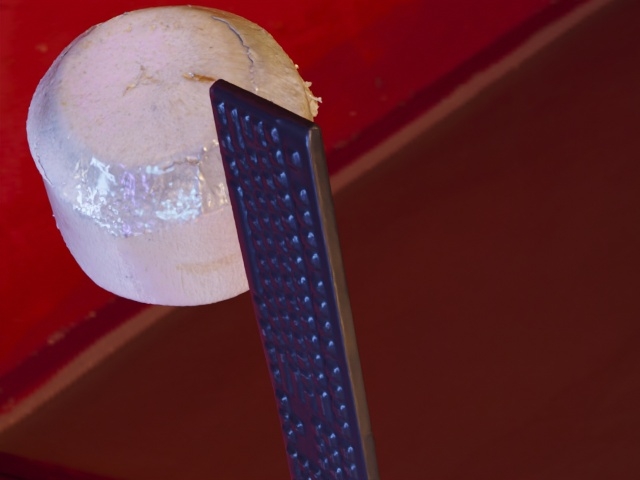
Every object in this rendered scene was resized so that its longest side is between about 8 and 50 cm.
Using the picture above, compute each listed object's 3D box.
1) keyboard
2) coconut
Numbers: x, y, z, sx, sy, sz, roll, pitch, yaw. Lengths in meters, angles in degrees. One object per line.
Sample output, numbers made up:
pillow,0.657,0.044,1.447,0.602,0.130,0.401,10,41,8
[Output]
keyboard,-0.011,0.004,0.737,0.041,0.103,0.381,-21,120,-30
coconut,-0.106,-0.058,1.125,0.234,0.224,0.224,63,47,-62
